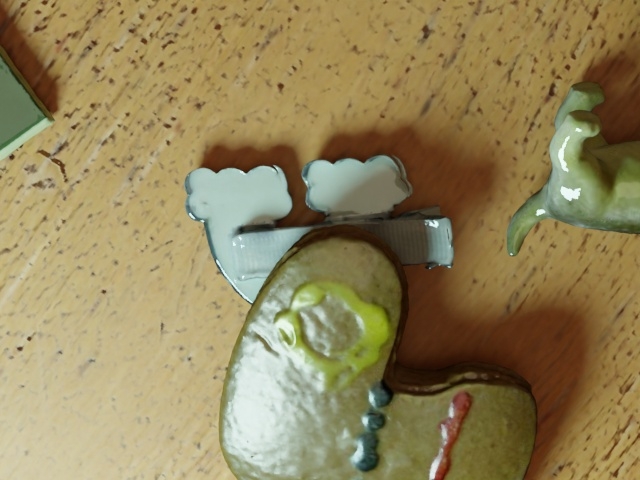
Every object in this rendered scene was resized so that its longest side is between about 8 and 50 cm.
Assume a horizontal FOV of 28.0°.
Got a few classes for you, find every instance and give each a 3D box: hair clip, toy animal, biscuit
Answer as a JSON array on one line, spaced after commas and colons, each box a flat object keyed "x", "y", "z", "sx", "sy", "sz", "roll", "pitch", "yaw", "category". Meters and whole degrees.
[{"x": 0.000, "y": 0.000, "z": 1.076, "sx": 0.220, "sy": 0.054, "sz": 0.140, "roll": -5, "pitch": 106, "yaw": 5, "category": "hair clip"}, {"x": 0.281, "y": -0.040, "z": 1.031, "sx": 0.233, "sy": 0.121, "sz": 0.168, "roll": 13, "pitch": 112, "yaw": 1, "category": "toy animal"}, {"x": 0.057, "y": 0.137, "z": 1.073, "sx": 0.277, "sy": 0.052, "sz": 0.262, "roll": 22, "pitch": 114, "yaw": -4, "category": "biscuit"}]

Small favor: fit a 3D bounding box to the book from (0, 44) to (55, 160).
[{"x": -0.381, "y": -0.162, "z": 1.061, "sx": 0.201, "sy": 0.026, "sz": 0.289, "roll": -34, "pitch": 99, "yaw": 9, "category": "book"}]
